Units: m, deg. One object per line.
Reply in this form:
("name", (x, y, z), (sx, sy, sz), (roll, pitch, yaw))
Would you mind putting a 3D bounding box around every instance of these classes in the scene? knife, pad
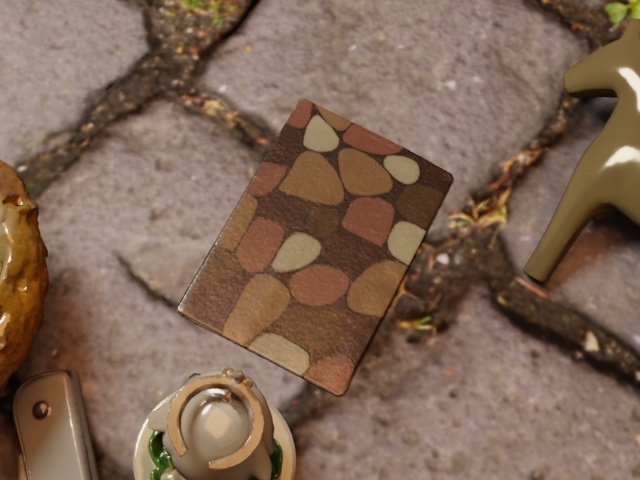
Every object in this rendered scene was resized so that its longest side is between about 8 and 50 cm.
("knife", (-0.194, 0.227, 0.980), (0.073, 0.040, 0.265), (-12, 69, 1))
("pad", (0.000, 0.000, 1.116), (0.158, 0.003, 0.235), (27, 67, 5))

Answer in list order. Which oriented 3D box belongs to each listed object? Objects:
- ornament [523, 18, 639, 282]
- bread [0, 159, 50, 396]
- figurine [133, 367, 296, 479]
("ornament", (0.274, -0.051, 1.098), (0.230, 0.061, 0.245), (32, 94, 33))
("bread", (-0.336, 0.038, 0.987), (0.274, 0.149, 0.274), (1, 72, -2))
("figurine", (-0.077, 0.150, 0.963), (0.132, 0.153, 0.132), (2, 68, -5))
